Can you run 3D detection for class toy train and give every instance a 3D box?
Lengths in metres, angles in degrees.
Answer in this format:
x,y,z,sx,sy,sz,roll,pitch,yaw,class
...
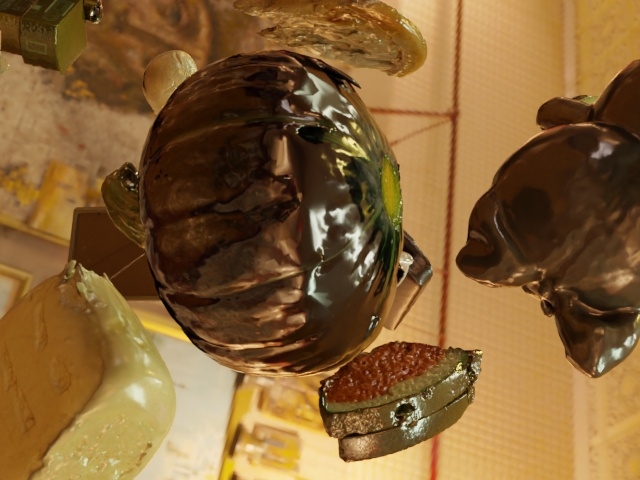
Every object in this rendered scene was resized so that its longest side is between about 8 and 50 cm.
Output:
x,y,z,sx,sy,sz,roll,pitch,yaw,class
-0.395,-0.292,1.289,0.137,0.226,0.090,-68,168,-46,toy train

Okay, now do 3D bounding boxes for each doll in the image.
x,y,z,sx,sy,sz,roll,pitch,yaw,class
0.307,-0.081,1.039,0.382,0.252,0.378,-51,157,-19,doll

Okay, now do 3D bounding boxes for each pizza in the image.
x,y,z,sx,sy,sz,roll,pitch,yaw,class
0.010,-0.275,1.334,0.181,0.262,0.034,70,33,-72,pizza

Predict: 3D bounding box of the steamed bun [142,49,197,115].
x,y,z,sx,sy,sz,roll,pitch,yaw,class
-0.287,-0.300,1.953,0.112,0.091,0.129,-7,-99,50,steamed bun

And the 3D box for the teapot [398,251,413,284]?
x,y,z,sx,sy,sz,roll,pitch,yaw,class
0.024,0.057,1.591,0.208,0.300,0.165,38,-64,34,teapot

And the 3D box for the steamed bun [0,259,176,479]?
x,y,z,sx,sy,sz,roll,pitch,yaw,class
-0.281,0.175,1.183,0.273,0.166,0.232,-53,-131,15,steamed bun

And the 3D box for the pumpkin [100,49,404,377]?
x,y,z,sx,sy,sz,roll,pitch,yaw,class
-0.066,-0.017,0.916,0.296,0.296,0.295,-55,-157,37,pumpkin

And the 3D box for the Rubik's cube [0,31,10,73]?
x,y,z,sx,sy,sz,roll,pitch,yaw,class
-0.322,-0.162,0.915,0.073,0.084,0.075,54,53,-80,Rubik's cube

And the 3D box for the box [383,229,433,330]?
x,y,z,sx,sy,sz,roll,pitch,yaw,class
0.073,0.021,1.931,0.073,0.290,0.289,-40,167,-23,box

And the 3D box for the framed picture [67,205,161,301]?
x,y,z,sx,sy,sz,roll,pitch,yaw,class
-0.288,0.020,1.542,0.015,0.203,0.150,40,51,-67,framed picture

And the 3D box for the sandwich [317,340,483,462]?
x,y,z,sx,sy,sz,roll,pitch,yaw,class
0.101,0.250,1.637,0.212,0.292,0.109,14,-61,39,sandwich

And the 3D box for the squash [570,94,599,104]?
x,y,z,sx,sy,sz,roll,pitch,yaw,class
0.608,-0.224,2.339,0.041,0.219,0.219,28,-83,62,squash
